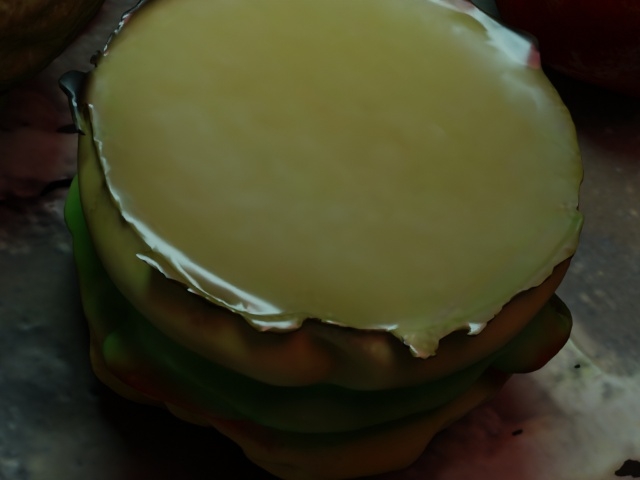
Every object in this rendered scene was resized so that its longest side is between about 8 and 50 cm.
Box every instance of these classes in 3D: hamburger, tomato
[{"bbox_3d":[0.000,0.000,0.786,0.237,0.149,0.237,6,49,-7],"label":"hamburger"},{"bbox_3d":[0.183,-0.153,1.005,0.187,0.151,0.187,20,1,0],"label":"tomato"}]

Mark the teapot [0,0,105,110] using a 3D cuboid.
[{"bbox_3d":[-0.189,-0.114,0.816,0.203,0.167,0.311,15,17,24],"label":"teapot"}]
